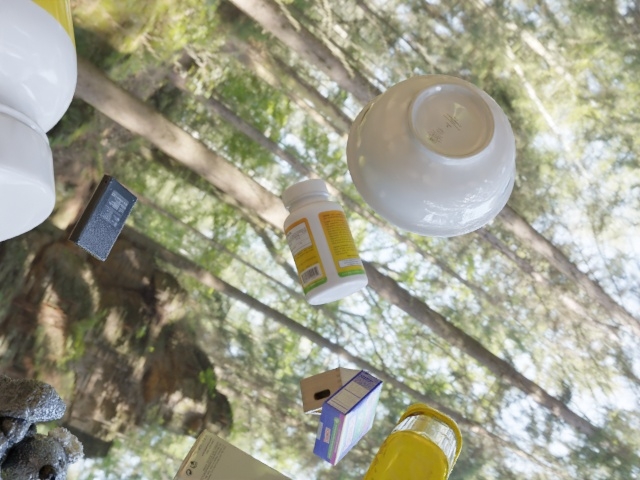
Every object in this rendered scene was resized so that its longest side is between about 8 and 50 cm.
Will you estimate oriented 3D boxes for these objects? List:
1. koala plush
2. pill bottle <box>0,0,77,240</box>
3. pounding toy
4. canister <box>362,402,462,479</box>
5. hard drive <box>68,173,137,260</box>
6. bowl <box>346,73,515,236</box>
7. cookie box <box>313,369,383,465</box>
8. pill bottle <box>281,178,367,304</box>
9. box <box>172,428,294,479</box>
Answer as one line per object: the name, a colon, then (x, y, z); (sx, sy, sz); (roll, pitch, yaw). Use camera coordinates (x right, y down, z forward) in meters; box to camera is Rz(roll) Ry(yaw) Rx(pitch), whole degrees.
koala plush: (-0.500, 0.350, 1.198); (0.203, 0.221, 0.196); (7, -128, 37)
pill bottle: (-0.264, -0.171, 0.472); (0.188, 0.187, 0.334); (-26, -111, 39)
pounding toy: (0.032, 0.339, 1.528); (0.141, 0.130, 0.100); (-25, -118, 32)
canister: (0.087, 0.235, 0.718); (0.073, 0.170, 0.126); (27, -90, 15)
hard drive: (-0.392, -0.040, 1.310); (0.022, 0.094, 0.135); (17, -107, 25)
bowl: (0.198, -0.165, 1.187); (0.134, 0.297, 0.298); (108, 0, -66)
cookie box: (0.039, 0.249, 1.023); (0.040, 0.107, 0.092); (24, -60, 26)
pill bottle: (0.000, 0.000, 1.537); (0.136, 0.136, 0.246); (-30, -109, 35)
box: (-0.102, 0.423, 1.151); (0.113, 0.275, 0.094); (-59, -179, 47)
